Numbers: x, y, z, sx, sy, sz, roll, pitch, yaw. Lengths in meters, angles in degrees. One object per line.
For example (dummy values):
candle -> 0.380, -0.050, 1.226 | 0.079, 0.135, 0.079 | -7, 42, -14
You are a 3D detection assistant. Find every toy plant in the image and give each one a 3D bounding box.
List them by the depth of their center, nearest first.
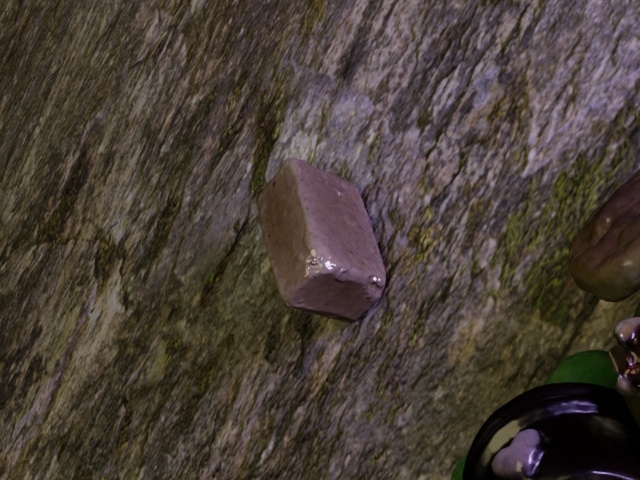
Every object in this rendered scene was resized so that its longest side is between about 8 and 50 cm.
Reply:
toy plant -> 0.198, 0.201, 1.143 | 0.218, 0.175, 0.235 | -51, 9, 13

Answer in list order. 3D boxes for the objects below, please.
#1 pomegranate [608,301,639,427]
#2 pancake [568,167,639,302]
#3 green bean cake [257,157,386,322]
pomegranate -> 0.304, 0.101, 1.007 | 0.179, 0.210, 0.179 | 4, 99, 23
pancake -> 0.296, -0.043, 1.120 | 0.242, 0.050, 0.242 | -39, 9, 8
green bean cake -> 0.000, 0.000, 1.568 | 0.085, 0.109, 0.179 | -46, 39, 29
